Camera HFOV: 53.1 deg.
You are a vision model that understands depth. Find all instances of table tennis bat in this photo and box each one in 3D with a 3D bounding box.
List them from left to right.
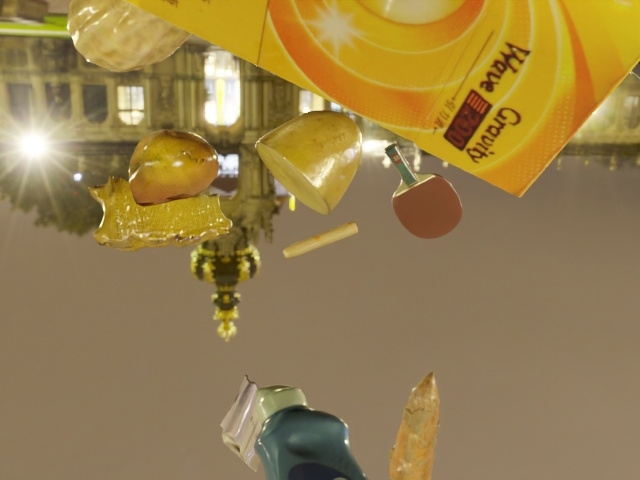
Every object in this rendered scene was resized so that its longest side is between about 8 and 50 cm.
[{"bbox_3d":[0.234,-0.116,1.533,0.154,0.274,0.021,-28,-155,19],"label":"table tennis bat"}]

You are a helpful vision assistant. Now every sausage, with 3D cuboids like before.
[{"bbox_3d":[0.000,0.000,1.081,0.132,0.024,0.024,-21,-163,-1],"label":"sausage"}]

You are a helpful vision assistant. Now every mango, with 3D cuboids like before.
[{"bbox_3d":[-0.275,-0.145,1.209,0.166,0.136,0.236,-11,-176,-5],"label":"mango"}]

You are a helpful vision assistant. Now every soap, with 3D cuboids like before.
[{"bbox_3d":[-0.353,-0.065,1.481,0.304,0.169,0.339,-12,179,-12],"label":"soap"}]

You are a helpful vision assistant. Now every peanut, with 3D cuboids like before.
[{"bbox_3d":[-0.192,-0.350,0.856,0.325,0.140,0.153,-47,-172,-16],"label":"peanut"}]

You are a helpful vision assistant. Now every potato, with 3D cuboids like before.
[{"bbox_3d":[-0.001,-0.155,1.128,0.158,0.203,0.178,-45,-122,-11],"label":"potato"}]

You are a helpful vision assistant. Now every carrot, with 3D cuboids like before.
[{"bbox_3d":[0.210,0.398,1.361,0.102,0.263,0.102,7,-165,-2],"label":"carrot"}]

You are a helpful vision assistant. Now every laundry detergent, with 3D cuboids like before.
[{"bbox_3d":[-0.008,0.316,0.854,0.143,0.094,0.290,-15,-126,-18],"label":"laundry detergent"}]

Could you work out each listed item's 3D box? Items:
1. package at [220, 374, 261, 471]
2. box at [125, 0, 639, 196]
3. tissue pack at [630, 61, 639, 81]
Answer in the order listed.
[{"bbox_3d":[-0.234,0.579,2.042,0.062,0.251,0.204,-4,-141,25],"label":"package"},{"bbox_3d":[0.020,-0.134,0.324,0.269,0.152,0.043,27,-122,1],"label":"box"},{"bbox_3d":[0.278,-0.359,0.525,0.264,0.416,0.253,-37,-172,24],"label":"tissue pack"}]
